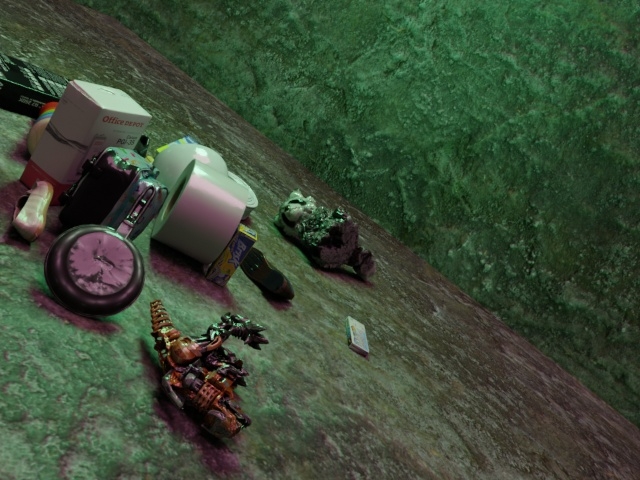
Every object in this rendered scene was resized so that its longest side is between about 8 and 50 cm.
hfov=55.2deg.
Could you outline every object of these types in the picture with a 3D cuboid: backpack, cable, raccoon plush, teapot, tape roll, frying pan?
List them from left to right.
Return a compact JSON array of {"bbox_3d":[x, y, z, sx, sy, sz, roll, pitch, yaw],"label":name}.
[{"bbox_3d":[-0.484,-0.107,1.473,0.191,0.225,0.253,35,5,-13],"label":"backpack"},{"bbox_3d":[-0.404,0.023,1.262,0.197,0.053,0.326,52,52,-2],"label":"frying pan"},{"bbox_3d":[-0.401,-0.157,1.850,0.252,0.255,0.187,48,32,-51],"label":"teapot"},{"bbox_3d":[-0.327,-0.077,1.670,0.169,0.246,0.246,29,17,-21],"label":"tape roll"},{"bbox_3d":[-0.349,-0.179,2.209,0.257,0.089,0.257,23,23,-44],"label":"cable"},{"bbox_3d":[0.000,0.000,2.408,0.299,0.216,0.446,31,-21,42],"label":"raccoon plush"}]

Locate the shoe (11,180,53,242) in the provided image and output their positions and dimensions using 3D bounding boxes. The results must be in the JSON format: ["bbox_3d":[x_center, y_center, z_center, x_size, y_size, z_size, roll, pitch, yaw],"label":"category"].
[{"bbox_3d":[-0.632,-0.078,1.340,0.058,0.077,0.219,32,17,-33],"label":"shoe"}]

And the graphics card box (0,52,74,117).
[{"bbox_3d":[-0.892,-0.468,1.911,0.233,0.094,0.370,45,17,30],"label":"graphics card box"}]

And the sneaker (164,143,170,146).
[{"bbox_3d":[-0.503,-0.305,2.334,0.192,0.064,0.086,21,-8,-7],"label":"sneaker"}]

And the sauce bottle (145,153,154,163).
[{"bbox_3d":[-0.581,-0.267,2.070,0.128,0.042,0.042,46,19,29],"label":"sauce bottle"}]

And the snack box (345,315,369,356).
[{"bbox_3d":[0.114,0.297,1.914,0.064,0.022,0.178,33,15,-12],"label":"snack box"}]

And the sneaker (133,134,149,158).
[{"bbox_3d":[-0.630,-0.289,1.919,0.101,0.106,0.267,38,17,6],"label":"sneaker"}]

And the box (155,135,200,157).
[{"bbox_3d":[-0.500,-0.318,2.242,0.109,0.042,0.178,41,47,14],"label":"box"}]

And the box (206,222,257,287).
[{"bbox_3d":[-0.239,0.040,1.650,0.059,0.169,0.054,31,16,-18],"label":"box"}]

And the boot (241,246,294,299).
[{"bbox_3d":[-0.163,0.104,1.852,0.219,0.082,0.106,42,-5,38],"label":"boot"}]

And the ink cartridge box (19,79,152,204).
[{"bbox_3d":[-0.581,-0.236,1.527,0.117,0.283,0.207,39,16,12],"label":"ink cartridge box"}]

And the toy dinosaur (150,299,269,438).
[{"bbox_3d":[-0.228,0.228,1.189,0.218,0.164,0.322,-12,69,-48],"label":"toy dinosaur"}]

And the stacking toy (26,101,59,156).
[{"bbox_3d":[-0.748,-0.313,1.733,0.141,0.141,0.330,26,11,-31],"label":"stacking toy"}]
